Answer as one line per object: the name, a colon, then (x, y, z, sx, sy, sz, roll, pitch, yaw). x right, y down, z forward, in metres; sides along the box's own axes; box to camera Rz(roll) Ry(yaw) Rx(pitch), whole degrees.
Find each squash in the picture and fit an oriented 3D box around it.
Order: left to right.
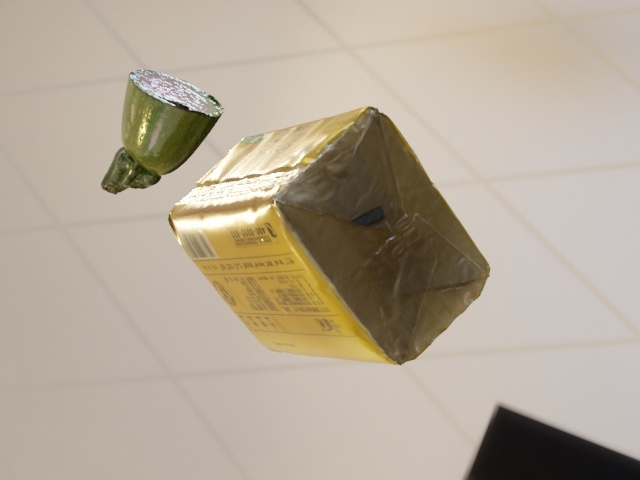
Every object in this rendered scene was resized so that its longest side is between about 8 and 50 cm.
squash: (-0.170, -0.096, 1.253, 0.105, 0.105, 0.132, -13, -49, -64)

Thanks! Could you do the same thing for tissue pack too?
tissue pack: (0.000, 0.000, 1.655, 0.228, 0.382, 0.293, -42, -74, -21)
